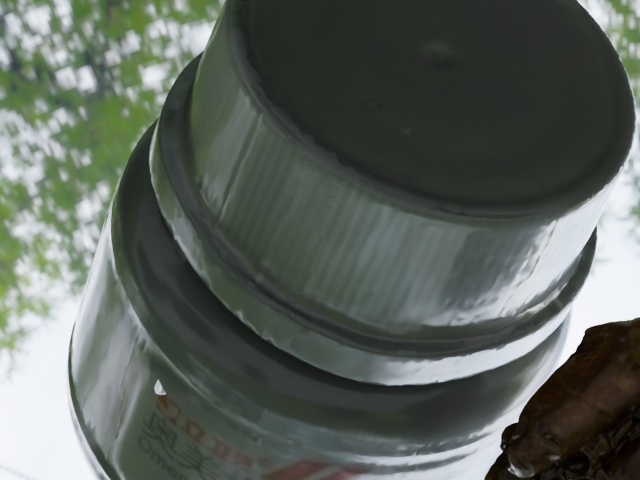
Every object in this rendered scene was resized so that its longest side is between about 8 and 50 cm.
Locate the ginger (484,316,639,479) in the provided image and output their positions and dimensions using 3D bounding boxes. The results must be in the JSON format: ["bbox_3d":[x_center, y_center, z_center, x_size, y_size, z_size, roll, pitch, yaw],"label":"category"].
[{"bbox_3d":[0.131,0.096,0.842,0.162,0.073,0.103,-43,-99,15],"label":"ginger"}]

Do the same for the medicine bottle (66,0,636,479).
[{"bbox_3d":[0.011,0.011,0.969,0.245,0.306,0.245,11,-133,-12],"label":"medicine bottle"}]
